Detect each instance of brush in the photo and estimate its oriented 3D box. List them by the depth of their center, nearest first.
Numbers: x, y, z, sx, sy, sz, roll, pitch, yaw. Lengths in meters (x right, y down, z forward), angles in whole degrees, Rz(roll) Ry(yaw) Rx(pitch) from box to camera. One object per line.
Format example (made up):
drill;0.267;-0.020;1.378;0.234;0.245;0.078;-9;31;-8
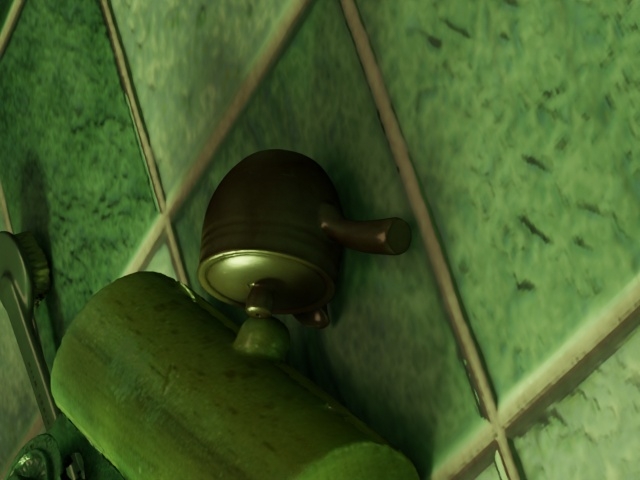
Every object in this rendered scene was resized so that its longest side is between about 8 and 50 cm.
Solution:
brush;-0.174;0.114;1.247;0.062;0.027;0.266;-48;55;54

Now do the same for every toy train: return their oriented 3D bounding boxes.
toy train;-0.052;0.132;0.943;0.189;0.126;0.307;-57;33;-1

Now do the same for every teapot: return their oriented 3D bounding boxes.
teapot;0.000;0.000;0.879;0.110;0.085;0.080;-13;56;34
